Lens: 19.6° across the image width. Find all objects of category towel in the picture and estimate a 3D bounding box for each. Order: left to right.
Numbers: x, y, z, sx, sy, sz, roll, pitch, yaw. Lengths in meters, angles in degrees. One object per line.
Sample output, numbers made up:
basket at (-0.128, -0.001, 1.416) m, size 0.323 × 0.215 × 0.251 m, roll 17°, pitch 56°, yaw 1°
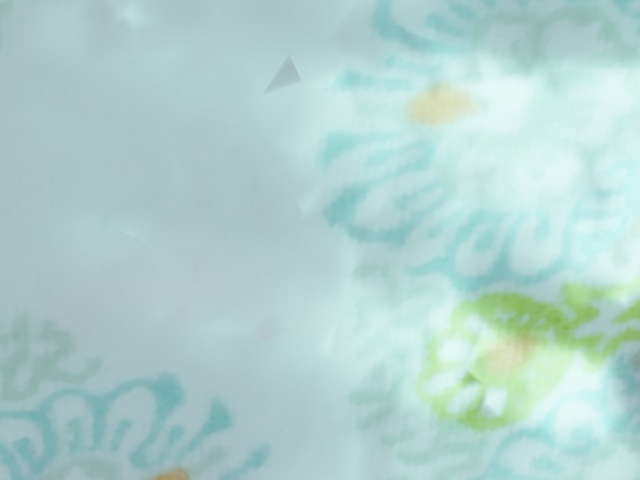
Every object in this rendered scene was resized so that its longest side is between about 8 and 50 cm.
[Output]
towel at (0.000, 0.000, 0.487) m, size 0.374 × 0.090 × 0.321 m, roll 3°, pitch 118°, yaw -8°
